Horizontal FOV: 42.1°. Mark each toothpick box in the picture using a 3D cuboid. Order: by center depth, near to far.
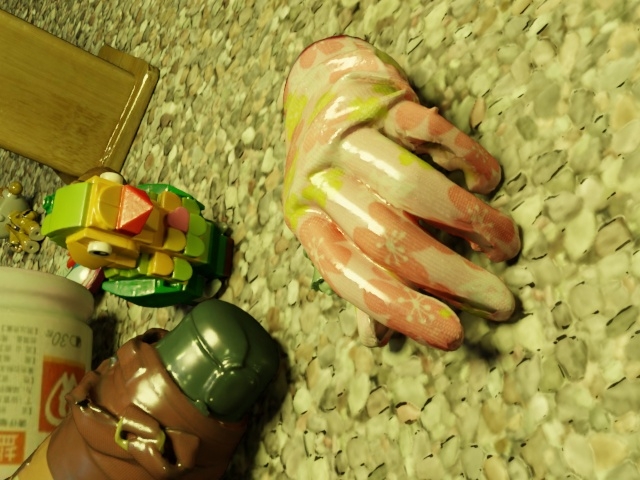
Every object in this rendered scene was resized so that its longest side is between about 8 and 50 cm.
[{"bbox_3d":[-0.385,-0.196,0.990,0.187,0.308,0.190,34,99,52],"label":"toothpick box"}]

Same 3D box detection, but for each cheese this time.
[{"bbox_3d":[-0.263,0.021,0.960,0.145,0.038,0.095,-49,34,7],"label":"cheese"}]

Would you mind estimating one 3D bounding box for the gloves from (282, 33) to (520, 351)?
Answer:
[{"bbox_3d":[0.035,-0.030,0.553,0.145,0.126,0.241,-43,37,24],"label":"gloves"}]

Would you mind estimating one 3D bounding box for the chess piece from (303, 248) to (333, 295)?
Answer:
[{"bbox_3d":[0.000,0.000,0.648,0.042,0.042,0.093,-33,58,39],"label":"chess piece"}]

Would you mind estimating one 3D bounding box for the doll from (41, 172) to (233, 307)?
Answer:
[{"bbox_3d":[-0.163,0.001,0.742,0.134,0.186,0.106,-2,70,21],"label":"doll"}]

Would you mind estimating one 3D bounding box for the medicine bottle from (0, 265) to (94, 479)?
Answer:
[{"bbox_3d":[-0.330,0.199,0.814,0.202,0.202,0.316,-21,64,45],"label":"medicine bottle"}]

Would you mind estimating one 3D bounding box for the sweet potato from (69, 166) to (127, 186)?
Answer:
[{"bbox_3d":[-0.235,-0.039,0.862,0.067,0.059,0.281,-54,15,3],"label":"sweet potato"}]

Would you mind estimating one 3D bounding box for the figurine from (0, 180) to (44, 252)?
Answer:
[{"bbox_3d":[-0.436,-0.032,1.185,0.143,0.068,0.102,0,78,38],"label":"figurine"}]

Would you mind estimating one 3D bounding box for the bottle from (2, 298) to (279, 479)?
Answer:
[{"bbox_3d":[-0.146,0.162,0.660,0.271,0.143,0.156,-48,30,10],"label":"bottle"}]
